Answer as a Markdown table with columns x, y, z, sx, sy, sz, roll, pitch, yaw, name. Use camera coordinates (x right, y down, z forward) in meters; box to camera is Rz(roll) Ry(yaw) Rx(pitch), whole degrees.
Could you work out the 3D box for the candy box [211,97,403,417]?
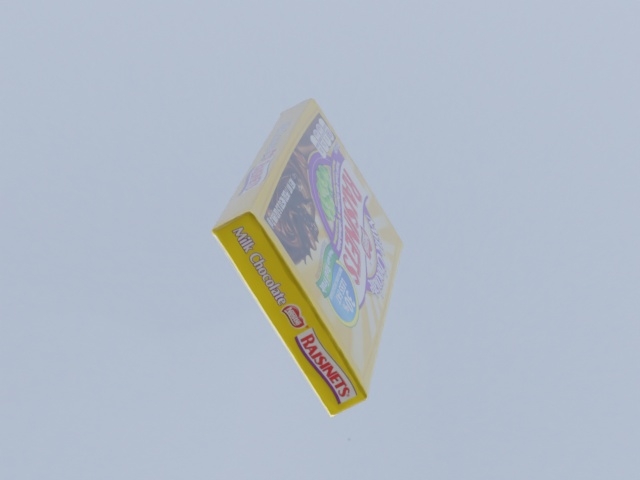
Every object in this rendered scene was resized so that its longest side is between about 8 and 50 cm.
| x | y | z | sx | sy | sz | roll | pitch | yaw | name |
| --- | --- | --- | --- | --- | --- | --- | --- | --- | --- |
| 0.000 | 0.000 | 0.748 | 0.027 | 0.206 | 0.105 | -26 | -75 | 16 | candy box |
